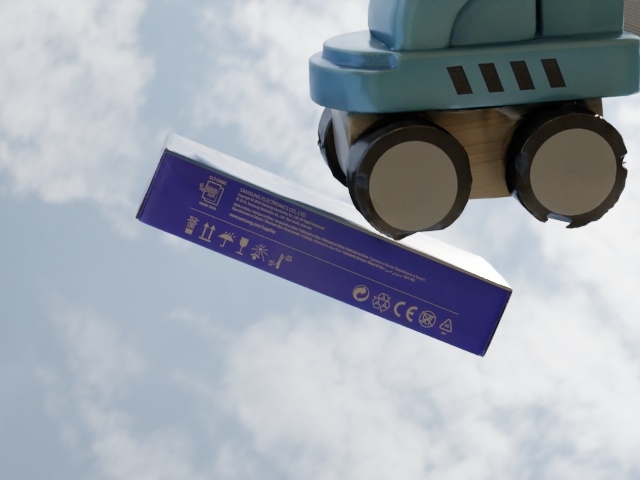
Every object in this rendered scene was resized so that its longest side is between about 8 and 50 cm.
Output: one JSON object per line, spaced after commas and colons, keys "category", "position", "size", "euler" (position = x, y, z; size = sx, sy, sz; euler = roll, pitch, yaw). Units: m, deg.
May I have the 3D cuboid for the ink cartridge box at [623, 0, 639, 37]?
{"category": "ink cartridge box", "position": [0.366, -0.258, 1.685], "size": [0.223, 0.045, 0.224], "euler": [18, -105, -5]}

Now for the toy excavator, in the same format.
{"category": "toy excavator", "position": [0.199, -0.251, 1.410], "size": [0.432, 0.222, 0.445], "euler": [-6, -73, -7]}

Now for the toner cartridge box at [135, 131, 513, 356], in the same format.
{"category": "toner cartridge box", "position": [0.000, 0.000, 1.495], "size": [0.347, 0.165, 0.075], "euler": [22, -82, -8]}
